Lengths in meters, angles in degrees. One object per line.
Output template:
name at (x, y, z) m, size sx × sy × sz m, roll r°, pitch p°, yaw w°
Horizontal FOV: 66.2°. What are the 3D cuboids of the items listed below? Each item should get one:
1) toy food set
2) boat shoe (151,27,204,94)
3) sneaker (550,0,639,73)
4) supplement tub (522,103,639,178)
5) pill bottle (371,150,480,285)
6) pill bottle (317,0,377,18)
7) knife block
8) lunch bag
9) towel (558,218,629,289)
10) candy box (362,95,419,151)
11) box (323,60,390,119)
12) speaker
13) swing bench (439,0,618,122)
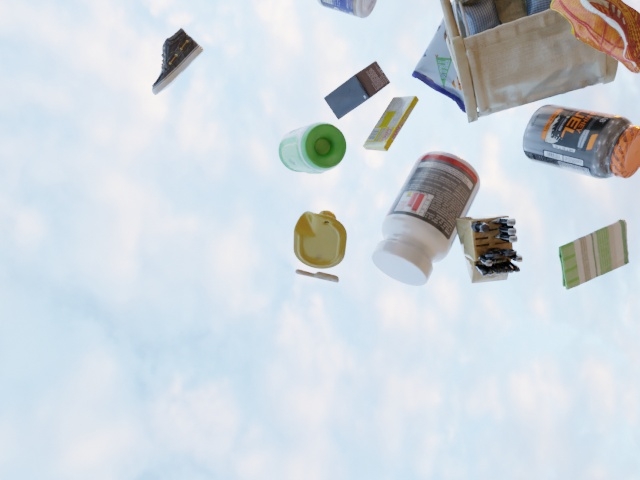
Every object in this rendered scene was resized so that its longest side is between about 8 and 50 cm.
toy food set at (0.000, 0.000, 1.208) m, size 0.128 × 0.217 × 0.071 m, roll 7°, pitch -136°, yaw 2°
boat shoe at (-0.406, -0.480, 1.320) m, size 0.183 × 0.065 × 0.083 m, roll -43°, pitch -71°, yaw 5°
sneaker at (0.405, -0.304, 0.700) m, size 0.175 × 0.067 × 0.064 m, roll 39°, pitch -103°, yaw -13°
supplement tub at (0.492, -0.184, 0.919) m, size 0.117 × 0.190 × 0.116 m, roll -17°, pitch -60°, yaw -31°
pill bottle at (0.305, -0.064, 1.433) m, size 0.210 × 0.210 × 0.362 m, roll 40°, pitch -112°, yaw -22°
pill bottle at (0.049, -0.661, 1.284) m, size 0.187 × 0.112 × 0.112 m, roll 26°, pitch -120°, yaw 19°
knife block at (0.385, -0.024, 1.136) m, size 0.242 × 0.088 × 0.275 m, roll 77°, pitch -171°, yaw -48°
lunch bag at (0.480, -0.557, 1.332) m, size 0.239 × 0.327 × 0.385 m, roll 42°, pitch -139°, yaw 10°
towel at (0.571, 0.028, 1.030) m, size 0.152 × 0.023 × 0.113 m, roll -22°, pitch -66°, yaw -3°
candy box at (0.224, -0.375, 1.571) m, size 0.027 × 0.105 × 0.205 m, roll 40°, pitch -102°, yaw -38°
box at (0.122, -0.501, 1.638) m, size 0.093 × 0.156 × 0.158 m, roll 54°, pitch -133°, yaw -12°
speaker at (-0.030, -0.248, 1.337) m, size 0.131 × 0.296 × 0.131 m, roll -2°, pitch -82°, yaw -17°
swing bench at (0.365, -0.385, 0.895) m, size 0.165 × 0.254 × 0.254 m, roll 52°, pitch -151°, yaw -55°
